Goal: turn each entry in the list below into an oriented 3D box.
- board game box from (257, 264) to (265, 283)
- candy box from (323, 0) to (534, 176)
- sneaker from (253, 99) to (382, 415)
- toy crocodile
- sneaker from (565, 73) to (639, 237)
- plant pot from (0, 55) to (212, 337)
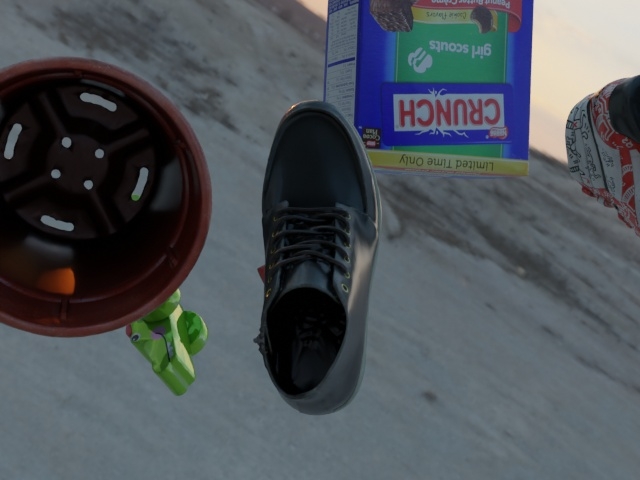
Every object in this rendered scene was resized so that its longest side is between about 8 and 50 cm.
[{"bbox_3d":[-0.016,0.097,1.039,0.145,0.027,0.281,64,-2,4],"label":"board game box"},{"bbox_3d":[0.148,-0.248,1.315,0.268,0.317,0.122,1,2,-23],"label":"candy box"},{"bbox_3d":[0.000,0.000,0.626,0.083,0.222,0.118,-4,-13,3],"label":"sneaker"},{"bbox_3d":[-0.233,0.063,1.305,0.115,0.105,0.340,61,7,-51],"label":"toy crocodile"},{"bbox_3d":[0.343,-0.037,0.984,0.270,0.090,0.145,65,-13,-5],"label":"sneaker"},{"bbox_3d":[-0.266,-0.066,1.034,0.272,0.272,0.265,32,4,-18],"label":"plant pot"}]
